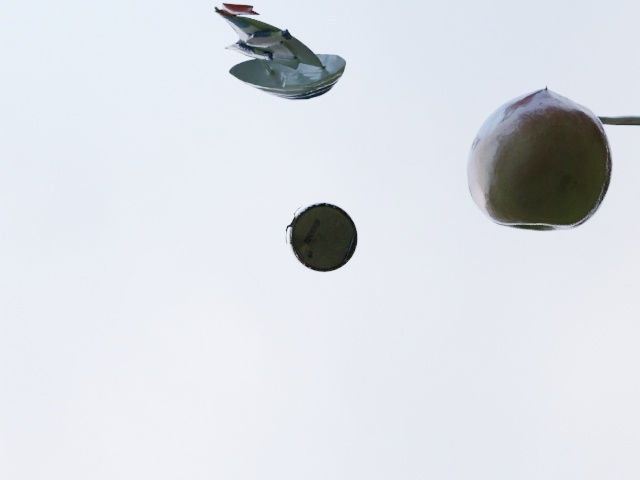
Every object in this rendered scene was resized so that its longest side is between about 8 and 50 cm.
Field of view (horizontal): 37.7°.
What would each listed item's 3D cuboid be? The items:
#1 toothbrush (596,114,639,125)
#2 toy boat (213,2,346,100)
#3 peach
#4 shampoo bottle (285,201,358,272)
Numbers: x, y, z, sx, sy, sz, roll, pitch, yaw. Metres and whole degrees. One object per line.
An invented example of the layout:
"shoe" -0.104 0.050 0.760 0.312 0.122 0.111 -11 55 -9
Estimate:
"toothbrush" 0.438 -0.183 1.461 0.269 0.021 0.027 2 -54 3
"toy boat" -0.030 -0.159 0.779 0.105 0.149 0.034 9 -110 2
"peach" 0.122 -0.043 0.524 0.083 0.083 0.083 -11 -62 -21
"shampoo bottle" 0.000 0.000 0.958 0.072 0.214 0.072 0 -92 -2
